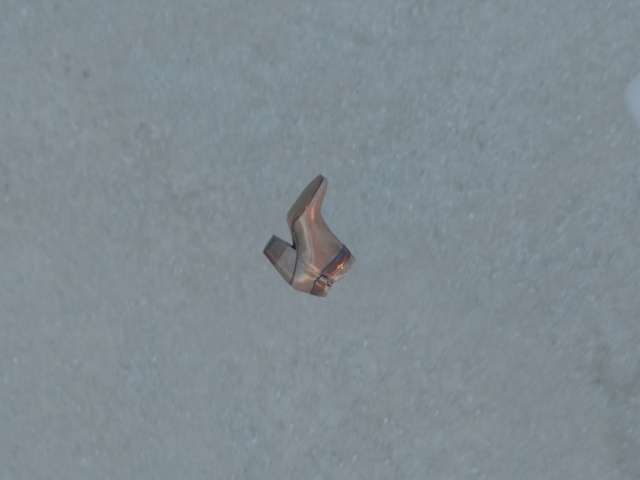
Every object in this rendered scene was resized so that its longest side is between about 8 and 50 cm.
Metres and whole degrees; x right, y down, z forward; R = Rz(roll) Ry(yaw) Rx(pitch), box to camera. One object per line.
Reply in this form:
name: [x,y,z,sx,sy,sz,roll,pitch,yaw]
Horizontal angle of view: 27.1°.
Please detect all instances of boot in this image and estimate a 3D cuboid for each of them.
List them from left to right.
boot: [0.000,0.000,1.389,0.087,0.042,0.118,33,107,-14]

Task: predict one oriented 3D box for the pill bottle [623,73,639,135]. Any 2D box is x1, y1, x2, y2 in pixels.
pill bottle: [0.277,-0.057,0.509,0.283,0.160,0.160,-28,68,13]
